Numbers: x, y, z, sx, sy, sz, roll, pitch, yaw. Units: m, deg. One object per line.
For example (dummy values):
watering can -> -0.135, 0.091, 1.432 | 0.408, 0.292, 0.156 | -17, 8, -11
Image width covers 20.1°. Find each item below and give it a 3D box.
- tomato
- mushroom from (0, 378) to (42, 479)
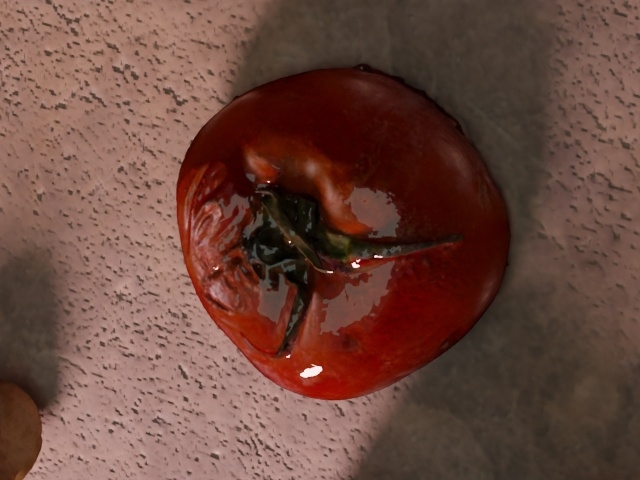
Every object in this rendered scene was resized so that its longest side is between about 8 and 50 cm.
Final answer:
tomato -> -0.002, 0.003, 1.167 | 0.228, 0.101, 0.228 | 8, 108, 25
mushroom -> -0.365, 0.203, 1.397 | 0.351, 0.123, 0.095 | -27, 108, 25
